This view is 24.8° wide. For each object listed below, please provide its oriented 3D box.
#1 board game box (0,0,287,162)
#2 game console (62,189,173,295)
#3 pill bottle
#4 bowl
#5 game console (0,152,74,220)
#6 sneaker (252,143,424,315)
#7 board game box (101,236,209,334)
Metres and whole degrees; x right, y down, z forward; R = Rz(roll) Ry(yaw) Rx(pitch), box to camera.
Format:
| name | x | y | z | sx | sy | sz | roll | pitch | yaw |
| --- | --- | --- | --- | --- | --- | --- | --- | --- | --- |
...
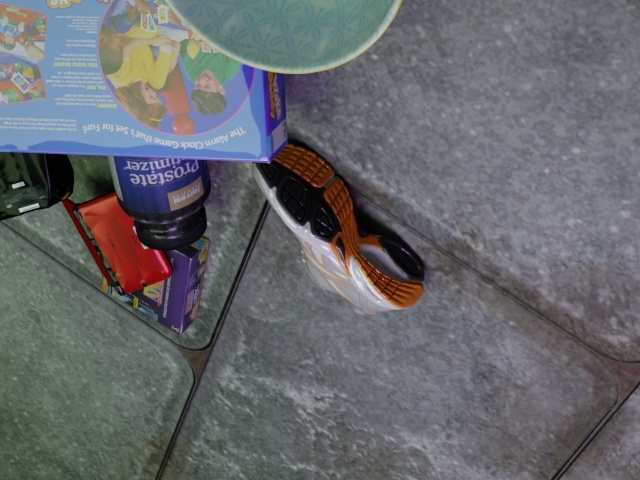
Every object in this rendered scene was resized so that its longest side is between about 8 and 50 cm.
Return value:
| name | x | y | z | sx | sy | sz | roll | pitch | yaw |
| --- | --- | --- | --- | --- | --- | --- | --- | --- | --- |
| board game box | -0.218 | -0.215 | 1.647 | 0.347 | 0.078 | 0.233 | 4 | 111 | 15 |
| game console | -0.278 | -0.007 | 1.985 | 0.124 | 0.085 | 0.144 | -21 | 113 | 13 |
| pill bottle | -0.204 | -0.099 | 1.832 | 0.123 | 0.123 | 0.219 | 16 | 134 | 27 |
| bowl | -0.023 | -0.327 | 1.442 | 0.289 | 0.156 | 0.289 | 13 | 127 | 18 |
| game console | -0.509 | -0.113 | 1.912 | 0.361 | 0.044 | 0.213 | -13 | 111 | 21 |
| sneaker | 0.000 | 0.000 | 1.787 | 0.262 | 0.099 | 0.121 | 47 | 144 | -6 |
| board game box | -0.233 | 0.035 | 2.037 | 0.141 | 0.048 | 0.170 | 30 | 139 | 15 |
